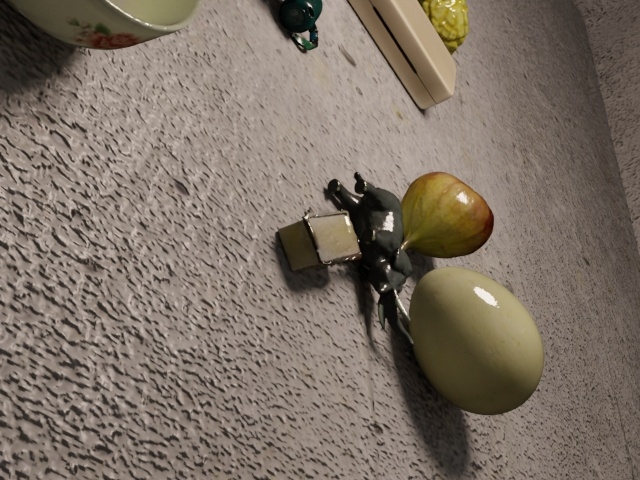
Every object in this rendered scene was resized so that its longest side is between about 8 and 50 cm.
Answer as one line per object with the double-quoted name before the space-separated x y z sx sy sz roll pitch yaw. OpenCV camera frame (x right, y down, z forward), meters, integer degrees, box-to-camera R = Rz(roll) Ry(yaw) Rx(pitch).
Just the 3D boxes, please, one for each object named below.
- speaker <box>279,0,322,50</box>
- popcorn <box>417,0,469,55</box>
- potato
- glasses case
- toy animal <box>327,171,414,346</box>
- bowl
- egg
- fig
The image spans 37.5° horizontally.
"speaker" -0.031 -0.354 1.513 0.075 0.060 0.095 -65 162 -55
"popcorn" 0.250 -0.474 2.003 0.174 0.142 0.173 58 0 1
"potato" -0.001 0.000 1.289 0.122 0.061 0.086 -9 78 -59
"glasses case" 0.154 -0.426 1.856 0.336 0.076 0.144 52 30 -26
"toy animal" 0.080 0.018 1.394 0.137 0.082 0.270 25 48 -51
"bowl" -0.258 -0.314 0.974 0.277 0.145 0.277 39 38 -40
"egg" 0.236 0.152 1.458 0.254 0.188 0.188 57 29 -9
"fig" 0.186 -0.035 1.565 0.160 0.143 0.230 43 28 22
